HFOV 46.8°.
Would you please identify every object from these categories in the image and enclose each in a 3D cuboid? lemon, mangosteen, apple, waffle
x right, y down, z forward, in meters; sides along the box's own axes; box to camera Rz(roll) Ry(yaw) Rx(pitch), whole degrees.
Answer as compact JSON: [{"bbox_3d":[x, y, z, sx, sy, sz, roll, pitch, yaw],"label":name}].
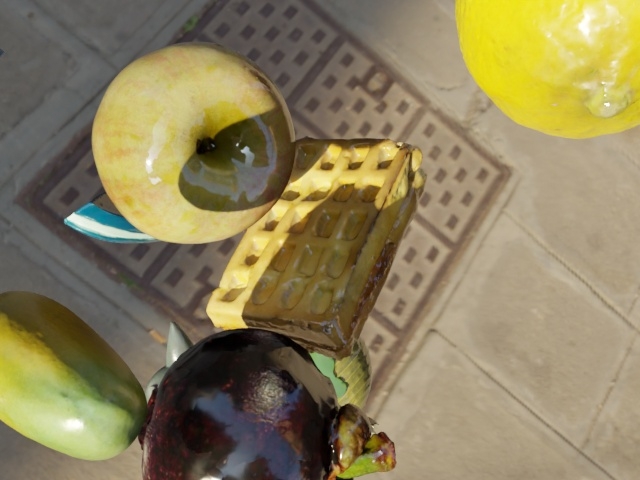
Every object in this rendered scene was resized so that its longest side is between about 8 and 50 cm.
[{"bbox_3d":[0.254,-0.239,0.726,0.245,0.245,0.320,16,50,-17],"label":"lemon"},{"bbox_3d":[-0.051,0.208,0.760,0.265,0.228,0.228,10,73,-3],"label":"mangosteen"},{"bbox_3d":[-0.166,-0.124,0.962,0.256,0.234,0.257,-3,98,-23],"label":"apple"},{"bbox_3d":[0.000,0.000,1.028,0.098,0.224,0.328,55,50,-43],"label":"waffle"}]

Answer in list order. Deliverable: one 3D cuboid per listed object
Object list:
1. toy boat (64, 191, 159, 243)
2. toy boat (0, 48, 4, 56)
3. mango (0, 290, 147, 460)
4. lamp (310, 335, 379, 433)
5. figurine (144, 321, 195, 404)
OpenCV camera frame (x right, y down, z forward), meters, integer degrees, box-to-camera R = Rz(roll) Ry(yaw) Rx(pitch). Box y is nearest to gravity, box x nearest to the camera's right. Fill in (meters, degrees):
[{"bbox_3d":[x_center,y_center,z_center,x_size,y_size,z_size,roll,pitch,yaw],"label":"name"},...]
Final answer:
[{"bbox_3d":[-0.357,-0.048,1.379,0.096,0.062,0.299,57,21,12],"label":"toy boat"},{"bbox_3d":[-0.615,-0.255,1.277,0.098,0.109,0.238,46,52,-44],"label":"toy boat"},{"bbox_3d":[-0.201,0.103,0.559,0.130,0.194,0.092,44,73,-36],"label":"mango"},{"bbox_3d":[-0.005,0.264,1.376,0.284,0.250,0.250,44,66,-2],"label":"lamp"},{"bbox_3d":[-0.178,0.263,1.005,0.140,0.265,0.193,-29,60,-16],"label":"figurine"}]
